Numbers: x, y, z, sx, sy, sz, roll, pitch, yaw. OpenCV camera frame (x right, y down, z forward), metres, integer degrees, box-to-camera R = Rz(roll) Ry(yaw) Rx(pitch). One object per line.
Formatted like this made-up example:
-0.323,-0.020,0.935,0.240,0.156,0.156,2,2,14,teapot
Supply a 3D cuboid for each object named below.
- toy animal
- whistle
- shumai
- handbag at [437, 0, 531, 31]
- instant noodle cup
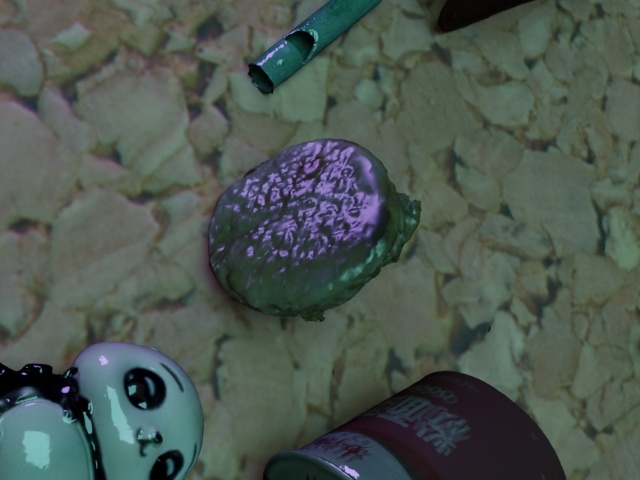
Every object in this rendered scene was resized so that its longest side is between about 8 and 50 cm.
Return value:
-0.184,0.147,0.705,0.179,0.138,0.166,-8,98,-17,toy animal
0.002,-0.219,0.909,0.186,0.039,0.039,-43,96,-23,whistle
0.000,0.000,0.825,0.201,0.201,0.120,-59,143,-21,shumai
0.265,-0.334,0.915,0.275,0.260,0.084,-20,84,-25,handbag
0.088,0.234,0.756,0.178,0.235,0.234,-32,91,-33,instant noodle cup
